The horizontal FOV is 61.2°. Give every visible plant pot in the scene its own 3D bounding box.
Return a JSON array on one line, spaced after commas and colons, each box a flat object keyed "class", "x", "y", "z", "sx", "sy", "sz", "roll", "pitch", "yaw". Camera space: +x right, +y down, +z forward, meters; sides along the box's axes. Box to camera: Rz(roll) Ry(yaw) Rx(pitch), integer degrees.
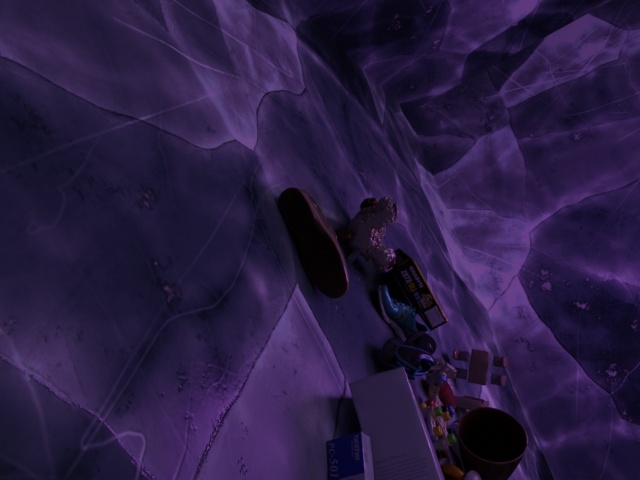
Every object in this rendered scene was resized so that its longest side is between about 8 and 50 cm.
[{"class": "plant pot", "x": 0.552, "y": 0.711, "z": 1.778, "sx": 0.215, "sy": 0.215, "sz": 0.231, "roll": -74, "pitch": 163, "yaw": -57}]

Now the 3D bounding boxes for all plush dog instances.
[{"class": "plush dog", "x": 0.164, "y": -0.031, "z": 1.914, "sx": 0.225, "sy": 0.210, "sz": 0.263, "roll": -57, "pitch": 148, "yaw": -79}]

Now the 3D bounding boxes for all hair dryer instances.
[{"class": "hair dryer", "x": 0.439, "y": 0.500, "z": 2.032, "sx": 0.223, "sy": 0.080, "sz": 0.294, "roll": -12, "pitch": 78, "yaw": -67}]

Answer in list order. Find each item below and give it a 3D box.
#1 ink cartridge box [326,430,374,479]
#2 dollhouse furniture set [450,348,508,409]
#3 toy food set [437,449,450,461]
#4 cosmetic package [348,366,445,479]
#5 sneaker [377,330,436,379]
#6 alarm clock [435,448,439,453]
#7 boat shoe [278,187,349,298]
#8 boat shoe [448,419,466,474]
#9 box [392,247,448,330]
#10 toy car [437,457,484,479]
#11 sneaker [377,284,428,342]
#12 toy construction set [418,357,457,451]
[{"class": "ink cartridge box", "x": 0.068, "y": 0.540, "z": 1.197, "sx": 0.046, "sy": 0.097, "sz": 0.207, "roll": 44, "pitch": 30, "yaw": -39}, {"class": "dollhouse furniture set", "x": 0.637, "y": 0.571, "z": 2.224, "sx": 0.161, "sy": 0.212, "sz": 0.242, "roll": 28, "pitch": 70, "yaw": -56}, {"class": "toy food set", "x": 0.415, "y": 0.730, "z": 1.829, "sx": 0.083, "sy": 0.020, "sz": 0.082, "roll": 66, "pitch": 23, "yaw": 3}, {"class": "cosmetic package", "x": 0.204, "y": 0.530, "z": 1.327, "sx": 0.217, "sy": 0.156, "sz": 0.385, "roll": 64, "pitch": 8, "yaw": -59}, {"class": "sneaker", "x": 0.315, "y": 0.390, "z": 1.779, "sx": 0.139, "sy": 0.125, "sz": 0.340, "roll": 31, "pitch": 16, "yaw": 30}, {"class": "alarm clock", "x": 0.240, "y": 0.635, "z": 1.440, "sx": 0.064, "sy": 0.129, "sz": 0.192, "roll": 41, "pitch": 59, "yaw": -39}, {"class": "boat shoe", "x": 0.000, "y": 0.000, "z": 1.556, "sx": 0.110, "sy": 0.121, "sz": 0.342, "roll": -12, "pitch": 77, "yaw": -65}, {"class": "boat shoe", "x": 0.553, "y": 0.796, "z": 1.944, "sx": 0.091, "sy": 0.109, "sz": 0.305, "roll": 1, "pitch": 62, "yaw": -59}, {"class": "box", "x": 0.353, "y": 0.174, "z": 2.042, "sx": 0.257, "sy": 0.079, "sz": 0.322, "roll": 58, "pitch": 3, "yaw": -6}, {"class": "toy car", "x": 0.428, "y": 0.779, "z": 1.687, "sx": 0.182, "sy": 0.159, "sz": 0.136, "roll": 49, "pitch": 63, "yaw": -33}, {"class": "sneaker", "x": 0.288, "y": 0.253, "z": 1.923, "sx": 0.275, "sy": 0.109, "sz": 0.107, "roll": 52, "pitch": 26, "yaw": -25}, {"class": "toy construction set", "x": 0.370, "y": 0.553, "z": 1.774, "sx": 0.215, "sy": 0.151, "sz": 0.328, "roll": 56, "pitch": 36, "yaw": -19}]
